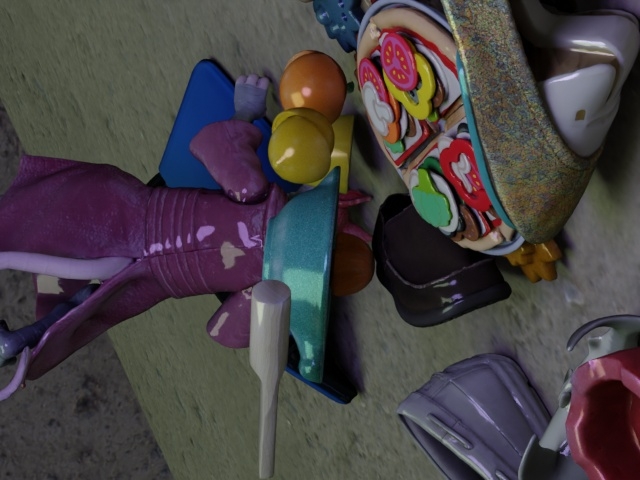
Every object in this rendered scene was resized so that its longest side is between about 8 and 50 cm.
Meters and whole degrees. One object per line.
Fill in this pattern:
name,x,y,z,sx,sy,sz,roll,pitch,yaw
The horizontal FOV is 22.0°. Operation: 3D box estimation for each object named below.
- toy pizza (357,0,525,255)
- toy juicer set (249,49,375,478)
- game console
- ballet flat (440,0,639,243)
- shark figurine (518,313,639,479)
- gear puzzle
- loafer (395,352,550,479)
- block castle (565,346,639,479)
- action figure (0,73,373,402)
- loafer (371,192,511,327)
toy pizza,0.079,-0.075,1.159,0.201,0.032,0.201,48,155,30
toy juicer set,0.000,0.000,1.291,0.209,0.089,0.329,93,-177,-59
game console,-0.046,-0.007,1.727,0.293,0.173,0.250,50,-172,38
ballet flat,0.124,-0.143,0.958,0.123,0.123,0.348,35,151,57
shark figurine,0.209,0.141,1.159,0.116,0.166,0.278,27,121,11
gear puzzle,0.075,-0.102,1.236,0.339,0.044,0.175,58,161,19
loafer,0.173,0.242,1.312,0.319,0.111,0.112,58,161,20
block castle,0.251,0.024,0.544,0.303,0.213,0.453,53,148,33
action figure,-0.136,-0.010,1.494,0.276,0.370,0.248,-40,-60,-75
loafer,0.080,0.009,1.286,0.220,0.080,0.078,-149,40,-71
